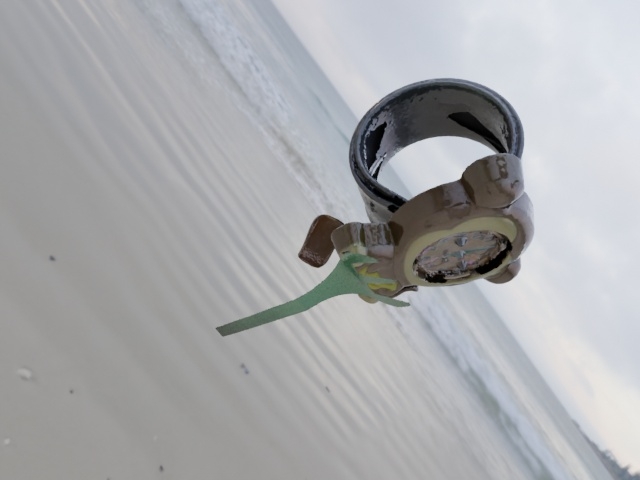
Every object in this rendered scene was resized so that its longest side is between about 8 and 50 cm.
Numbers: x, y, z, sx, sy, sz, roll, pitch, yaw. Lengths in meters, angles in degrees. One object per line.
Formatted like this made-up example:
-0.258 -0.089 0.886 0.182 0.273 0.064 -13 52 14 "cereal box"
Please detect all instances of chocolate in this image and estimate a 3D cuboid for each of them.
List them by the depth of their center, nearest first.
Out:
0.000 0.000 1.058 0.064 0.100 0.031 24 4 -17 "chocolate"

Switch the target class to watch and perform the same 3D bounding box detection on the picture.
0.176 -0.101 0.959 0.314 0.335 0.327 59 18 -56 "watch"

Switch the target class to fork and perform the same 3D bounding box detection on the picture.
-0.020 0.041 0.376 0.039 0.021 0.235 55 -34 -8 "fork"
